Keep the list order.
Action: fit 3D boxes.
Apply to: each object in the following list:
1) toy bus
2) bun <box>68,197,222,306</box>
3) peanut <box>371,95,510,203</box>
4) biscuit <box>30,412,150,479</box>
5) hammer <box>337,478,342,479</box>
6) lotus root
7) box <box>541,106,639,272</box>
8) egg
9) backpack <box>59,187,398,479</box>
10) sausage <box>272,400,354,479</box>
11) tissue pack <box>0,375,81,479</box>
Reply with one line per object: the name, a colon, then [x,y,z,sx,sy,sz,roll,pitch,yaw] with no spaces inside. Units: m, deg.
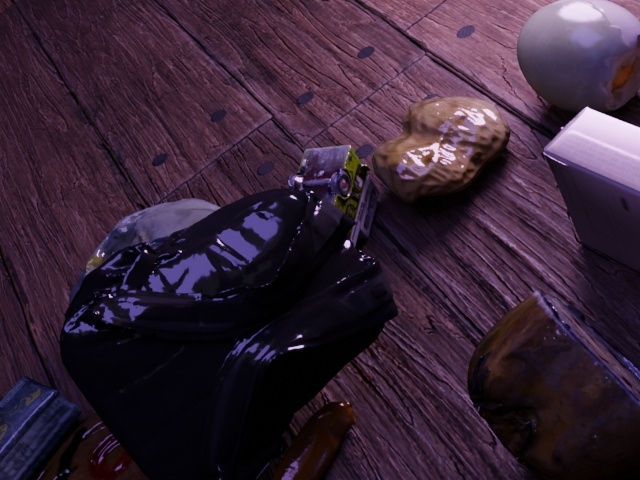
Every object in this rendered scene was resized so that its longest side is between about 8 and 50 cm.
toy bus: [0.000,0.000,1.646,0.113,0.139,0.301,-2,58,32]
bun: [-0.269,0.082,1.680,0.362,0.211,0.362,-19,44,20]
peanut: [0.193,-0.152,1.678,0.197,0.110,0.233,26,68,40]
biscuit: [-0.306,0.388,1.528,0.314,0.063,0.367,-35,40,1]
hammer: [0.091,0.358,1.334,0.199,0.013,0.062,13,59,41]
lotus root: [0.291,0.193,1.206,0.192,0.272,0.272,-40,40,9]
box: [0.436,-0.042,1.345,0.106,0.203,0.252,-43,42,-11]
egg: [0.409,-0.301,1.622,0.183,0.183,0.217,-45,52,-12]
backpack: [-0.122,0.120,1.413,0.446,0.363,0.255,-39,6,-6]
sausage: [-0.014,0.299,1.426,0.183,0.062,0.054,-58,20,-23]
tissue pack: [-0.524,0.347,1.660,0.257,0.081,0.185,-52,24,-20]
